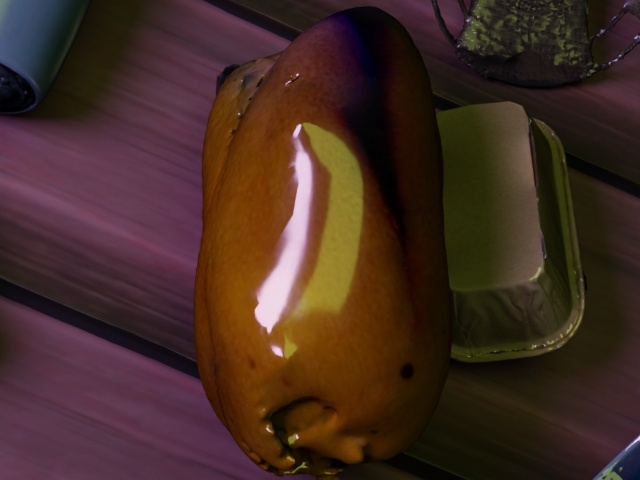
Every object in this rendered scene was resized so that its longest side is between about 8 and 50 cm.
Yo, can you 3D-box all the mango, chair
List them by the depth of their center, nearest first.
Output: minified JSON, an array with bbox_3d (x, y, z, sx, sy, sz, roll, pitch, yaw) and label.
[{"bbox_3d":[0.000,0.000,1.071,0.152,0.201,0.287,-4,72,8],"label":"mango"},{"bbox_3d":[0.160,-0.226,1.246,0.174,0.149,0.213,8,71,-15],"label":"chair"}]

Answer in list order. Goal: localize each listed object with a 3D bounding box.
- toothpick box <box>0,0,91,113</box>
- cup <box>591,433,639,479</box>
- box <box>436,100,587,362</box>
[{"bbox_3d":[-0.197,-0.176,1.131,0.120,0.120,0.184,19,69,-9],"label":"toothpick box"},{"bbox_3d":[0.300,0.244,1.070,0.257,0.331,0.311,-44,87,8],"label":"cup"},{"bbox_3d":[0.113,-0.009,1.173,0.111,0.111,0.177,4,64,-15],"label":"box"}]
